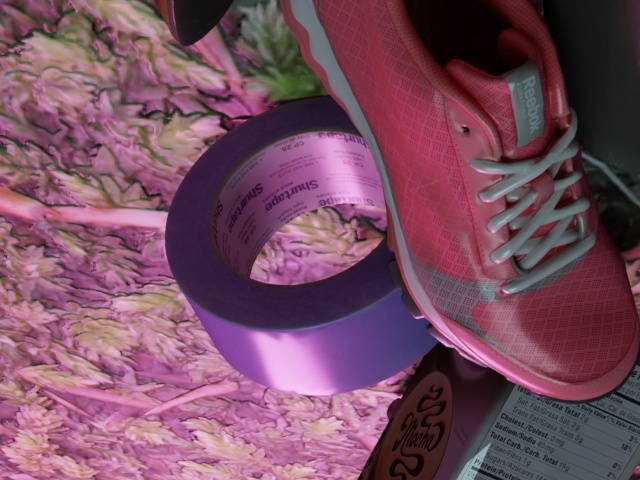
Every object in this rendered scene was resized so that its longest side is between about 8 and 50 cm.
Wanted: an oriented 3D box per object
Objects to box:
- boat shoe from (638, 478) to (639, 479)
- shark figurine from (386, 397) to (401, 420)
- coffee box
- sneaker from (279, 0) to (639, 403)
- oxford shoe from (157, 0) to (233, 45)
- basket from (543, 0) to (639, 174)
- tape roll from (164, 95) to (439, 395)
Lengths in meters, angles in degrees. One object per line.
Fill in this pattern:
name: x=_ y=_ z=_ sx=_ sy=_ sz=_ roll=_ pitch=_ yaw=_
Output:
boat shoe: x=0.382 y=0.234 z=1.021 sx=0.109 sy=0.098 sz=0.302 roll=34 pitch=136 yaw=-6
shark figurine: x=0.172 y=0.203 z=1.000 sx=0.278 sy=0.166 sz=0.116 roll=-17 pitch=111 yaw=-8
coffee box: x=0.122 y=0.168 z=0.792 sx=0.119 sy=0.168 sz=0.297 roll=25 pitch=102 yaw=-11
sneaker: x=0.082 y=-0.043 z=0.552 sx=0.314 sy=0.116 sz=0.136 roll=59 pitch=167 yaw=-8
oxford shoe: x=-0.078 y=-0.194 z=0.571 sx=0.076 sy=0.076 sz=0.212 roll=33 pitch=150 yaw=17
basket: x=0.186 y=-0.144 z=0.504 sx=0.204 sy=0.154 sz=0.227 roll=25 pitch=153 yaw=18
tape roll: x=0.000 y=0.000 z=0.698 sx=0.189 sy=0.189 sz=0.080 roll=-3 pitch=143 yaw=15
